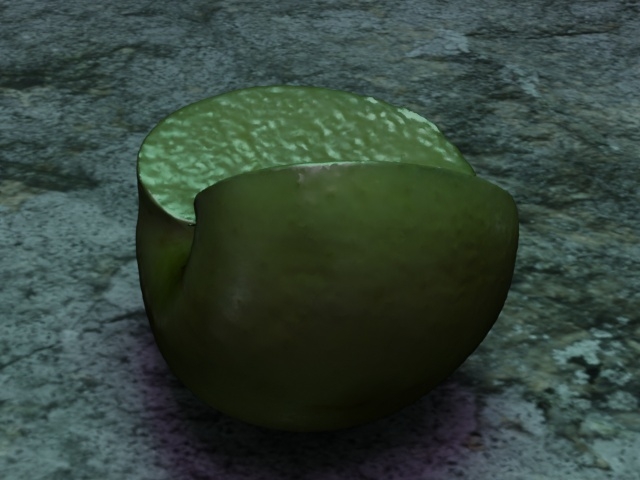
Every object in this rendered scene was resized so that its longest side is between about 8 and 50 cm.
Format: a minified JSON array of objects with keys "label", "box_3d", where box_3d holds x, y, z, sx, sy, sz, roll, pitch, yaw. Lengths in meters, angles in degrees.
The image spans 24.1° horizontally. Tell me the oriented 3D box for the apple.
[{"label":"apple","box_3d":[-0.001,0.021,1.129,0.258,0.233,0.295,2,17,-26]}]
